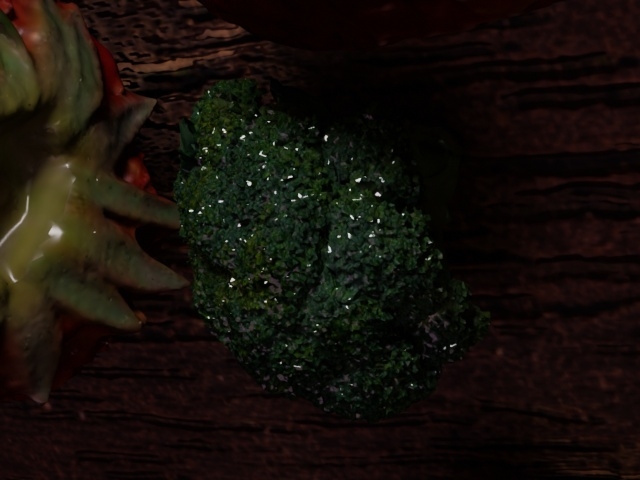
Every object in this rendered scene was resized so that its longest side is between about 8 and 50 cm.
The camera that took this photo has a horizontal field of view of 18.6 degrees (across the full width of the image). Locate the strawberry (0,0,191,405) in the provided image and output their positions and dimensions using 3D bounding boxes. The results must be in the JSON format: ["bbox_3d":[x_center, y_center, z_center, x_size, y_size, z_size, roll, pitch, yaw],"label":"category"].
[{"bbox_3d":[-0.262,-0.034,1.093,0.343,0.292,0.292,8,126,43],"label":"strawberry"}]

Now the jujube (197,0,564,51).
[{"bbox_3d":[0.063,-0.185,0.811,0.342,0.216,0.216,-19,110,46],"label":"jujube"}]

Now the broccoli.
[{"bbox_3d":[0.000,0.000,1.000,0.195,0.156,0.195,20,134,22],"label":"broccoli"}]
